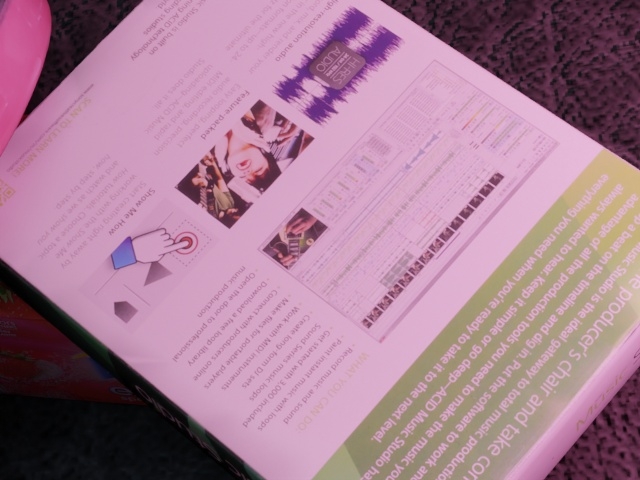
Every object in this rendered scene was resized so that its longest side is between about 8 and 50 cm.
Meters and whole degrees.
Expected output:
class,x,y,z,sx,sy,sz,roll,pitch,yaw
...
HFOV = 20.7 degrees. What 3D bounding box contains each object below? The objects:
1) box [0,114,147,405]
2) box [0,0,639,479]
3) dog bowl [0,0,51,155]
class,x,y,z,sx,sy,sz,roll,pitch,yaw
box,-0.078,0.015,0.974,0.256,0.123,0.128,4,65,12
box,0.000,0.000,0.867,0.322,0.058,0.232,37,75,25
dog bowl,-0.304,-0.043,0.928,0.408,0.150,0.408,-41,25,23
